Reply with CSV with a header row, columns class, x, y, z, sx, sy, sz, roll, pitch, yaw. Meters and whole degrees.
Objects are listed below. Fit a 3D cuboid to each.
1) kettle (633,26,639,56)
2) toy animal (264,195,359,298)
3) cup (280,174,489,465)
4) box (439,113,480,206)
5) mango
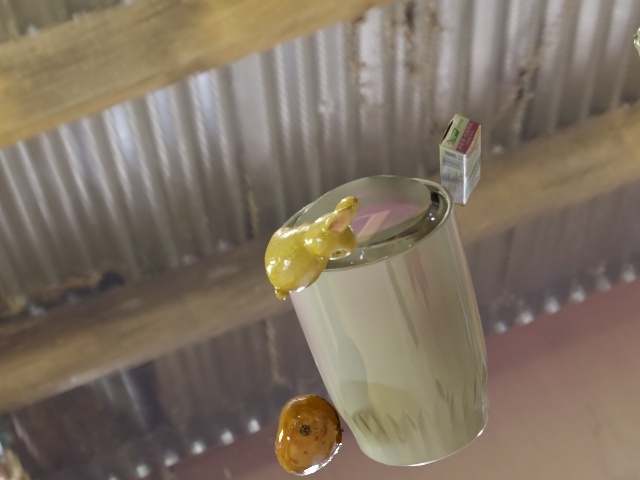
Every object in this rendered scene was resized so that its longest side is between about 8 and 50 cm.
class,x,y,z,sx,sy,sz,roll,pitch,yaw
kettle,0.517,-0.231,1.766,0.243,0.160,0.210,-8,-16,18
toy animal,0.001,0.003,1.641,0.070,0.083,0.159,30,-40,-21
cup,0.099,0.113,2.020,0.253,0.253,0.372,-22,-65,-10
box,0.189,-0.106,1.957,0.050,0.041,0.207,-64,-13,-14
mango,-0.012,0.272,1.959,0.105,0.084,0.159,-63,-22,-19
